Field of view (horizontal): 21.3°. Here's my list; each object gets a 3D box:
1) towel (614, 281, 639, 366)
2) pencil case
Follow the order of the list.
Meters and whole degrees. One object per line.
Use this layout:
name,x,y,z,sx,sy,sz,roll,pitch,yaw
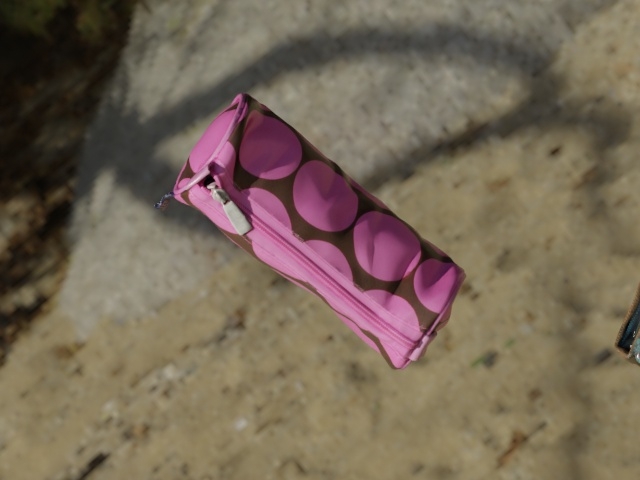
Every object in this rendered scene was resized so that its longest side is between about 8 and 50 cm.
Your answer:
towel,0.343,-0.062,1.217,0.040,0.271,0.370,23,90,36
pencil case,0.000,0.000,1.128,0.095,0.209,0.098,-51,12,15
